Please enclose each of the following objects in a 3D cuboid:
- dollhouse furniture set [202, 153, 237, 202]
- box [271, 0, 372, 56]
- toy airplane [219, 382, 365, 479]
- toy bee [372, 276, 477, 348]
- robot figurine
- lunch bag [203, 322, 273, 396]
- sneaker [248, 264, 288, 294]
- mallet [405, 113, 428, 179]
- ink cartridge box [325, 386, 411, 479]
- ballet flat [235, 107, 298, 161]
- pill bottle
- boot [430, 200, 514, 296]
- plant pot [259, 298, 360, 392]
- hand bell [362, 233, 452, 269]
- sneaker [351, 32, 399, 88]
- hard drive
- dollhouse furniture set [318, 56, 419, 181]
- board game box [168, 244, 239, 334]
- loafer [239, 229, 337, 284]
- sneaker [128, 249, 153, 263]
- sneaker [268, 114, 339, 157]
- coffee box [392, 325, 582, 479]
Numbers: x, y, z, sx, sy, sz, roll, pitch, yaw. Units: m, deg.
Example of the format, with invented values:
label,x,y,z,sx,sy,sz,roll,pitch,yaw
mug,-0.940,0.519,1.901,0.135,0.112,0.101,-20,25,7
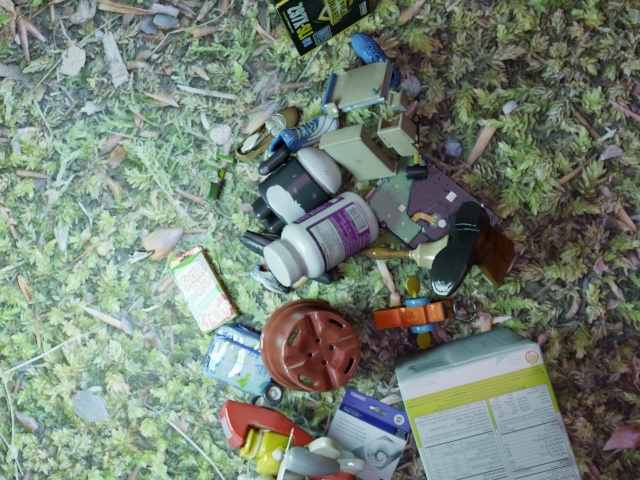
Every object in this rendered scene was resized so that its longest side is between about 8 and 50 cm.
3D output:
label,x,y,z,sx,sy,sz,roll,pitch,yaw
dollhouse furniture set,-0.306,-0.186,1.596,0.059,0.076,0.151,16,90,9
box,0.007,-0.663,1.437,0.257,0.322,0.079,-28,84,6
toy airplane,-0.081,0.606,1.387,0.385,0.272,0.385,5,129,31
toy bee,0.311,0.213,1.473,0.299,0.162,0.195,13,100,33
robot figurine,-0.069,-0.150,1.514,0.278,0.209,0.173,-41,67,6
lunch bag,-0.232,0.355,1.567,0.219,0.090,0.176,24,89,7
sneaker,-0.152,0.118,1.579,0.135,0.052,0.058,30,89,8
mallet,0.282,-0.265,1.469,0.063,0.039,0.189,7,85,10
ink cartridge box,0.135,0.582,1.526,0.224,0.045,0.223,22,92,9
ballet flat,-0.164,-0.323,1.579,0.232,0.073,0.080,-41,82,5
pill bottle,0.000,0.000,1.444,0.302,0.169,0.169,-31,84,-22
boot,0.412,0.066,1.385,0.096,0.280,0.263,5,69,41
plant pot,-0.021,0.292,1.408,0.273,0.265,0.272,1,82,-10
hand bell,0.237,0.037,1.448,0.242,0.126,0.126,4,89,22
sneaker,0.163,-0.541,1.532,0.069,0.082,0.209,-36,82,8
hard drive,0.311,-0.080,1.507,0.339,0.064,0.236,40,94,7
dollhouse furniture set,0.172,-0.359,1.461,0.287,0.198,0.303,-5,63,38
board game box,-0.371,0.152,1.621,0.124,0.039,0.259,-31,82,6
loafer,-0.091,0.032,1.557,0.303,0.109,0.095,25,73,2
sneaker,-0.575,0.045,1.653,0.083,0.032,0.036,-23,86,7
sneaker,-0.052,-0.303,1.535,0.240,0.126,0.091,-34,84,7
coffee box,0.401,0.445,1.340,0.339,0.337,0.334,-18,86,5
